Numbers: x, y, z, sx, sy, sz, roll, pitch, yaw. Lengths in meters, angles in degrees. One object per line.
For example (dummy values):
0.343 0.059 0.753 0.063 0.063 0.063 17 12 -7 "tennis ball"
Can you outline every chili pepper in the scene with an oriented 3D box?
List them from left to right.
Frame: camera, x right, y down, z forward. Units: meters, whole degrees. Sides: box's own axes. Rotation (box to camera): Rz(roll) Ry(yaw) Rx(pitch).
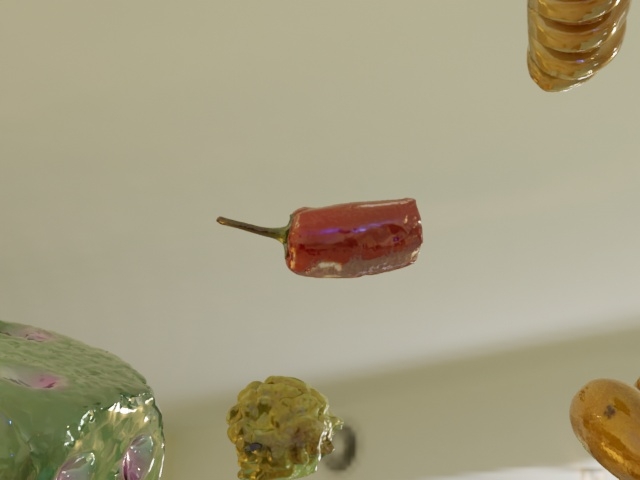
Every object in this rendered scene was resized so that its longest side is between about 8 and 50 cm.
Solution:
0.001 0.002 2.485 0.338 0.131 0.134 -3 -10 -14 "chili pepper"

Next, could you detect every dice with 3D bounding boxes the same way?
-0.389 0.277 1.695 0.318 0.322 0.330 18 11 23 "dice"

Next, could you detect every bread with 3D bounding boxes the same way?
0.324 -0.329 1.788 0.121 0.172 0.311 16 -35 19 "bread"

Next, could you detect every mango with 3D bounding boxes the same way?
0.420 0.273 1.877 0.157 0.109 0.262 52 -5 -37 "mango"

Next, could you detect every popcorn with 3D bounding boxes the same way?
-0.061 0.283 2.117 0.174 0.173 0.142 5 -20 -10 "popcorn"

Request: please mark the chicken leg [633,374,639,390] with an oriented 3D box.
0.497 0.282 2.106 0.085 0.207 0.101 -3 -34 14 "chicken leg"
